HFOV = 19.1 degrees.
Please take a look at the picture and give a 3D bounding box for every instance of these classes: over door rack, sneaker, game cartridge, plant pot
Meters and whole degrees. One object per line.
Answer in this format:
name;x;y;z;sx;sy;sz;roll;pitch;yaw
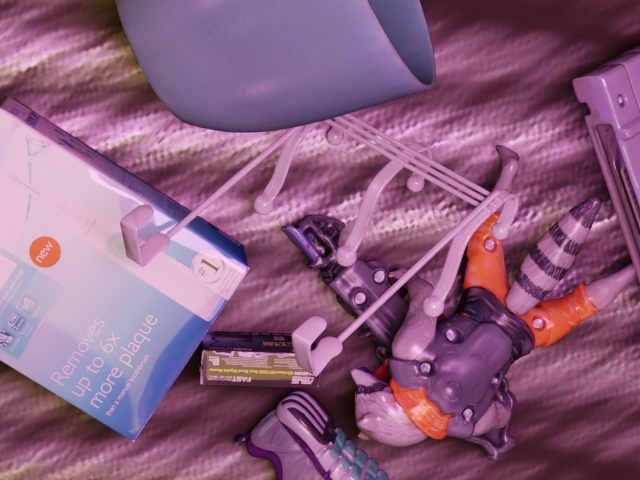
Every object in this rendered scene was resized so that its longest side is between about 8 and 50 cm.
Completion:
over door rack;0.000;0.000;1.811;0.239;0.324;0.108;30;134;28
sneaker;0.010;0.265;2.009;0.098;0.083;0.224;-35;97;23
game cartridge;0.399;-0.041;1.931;0.230;0.068;0.355;-28;104;-30
plant pot;-0.055;-0.235;1.805;0.235;0.293;0.293;-22;102;15

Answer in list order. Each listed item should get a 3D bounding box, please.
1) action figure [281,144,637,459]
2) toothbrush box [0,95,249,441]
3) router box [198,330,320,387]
action figure;0.131;0.062;1.926;0.341;0.178;0.330;39;86;-12
toothbrush box;-0.251;0.025;1.906;0.295;0.126;0.216;34;96;-9
router box;-0.064;0.122;1.956;0.122;0.092;0.038;2;100;-6
